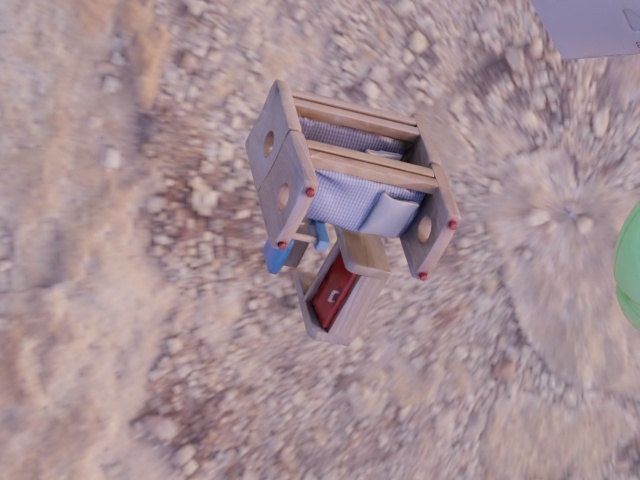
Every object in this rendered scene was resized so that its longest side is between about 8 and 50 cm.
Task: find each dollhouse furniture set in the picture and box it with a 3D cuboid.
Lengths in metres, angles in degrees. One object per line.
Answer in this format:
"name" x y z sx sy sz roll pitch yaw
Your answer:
"dollhouse furniture set" 0.000 0.000 1.372 0.129 0.129 0.183 12 127 -23

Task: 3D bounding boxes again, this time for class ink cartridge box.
"ink cartridge box" 0.259 -0.263 1.558 0.127 0.128 0.176 -3 64 24

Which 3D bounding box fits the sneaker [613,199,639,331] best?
"sneaker" 0.470 -0.005 1.372 0.483 0.202 0.185 -22 120 -6
